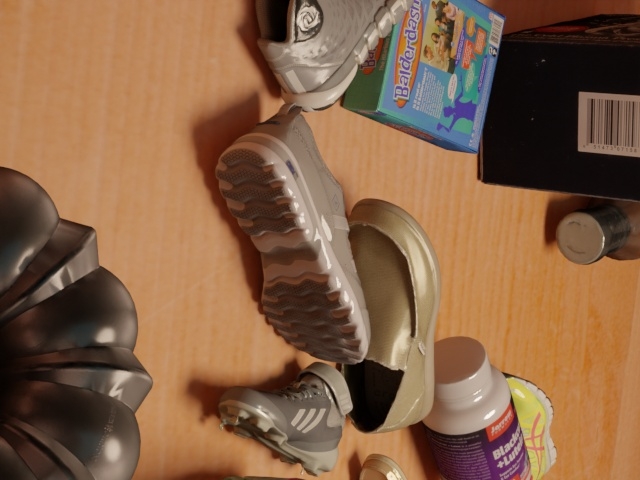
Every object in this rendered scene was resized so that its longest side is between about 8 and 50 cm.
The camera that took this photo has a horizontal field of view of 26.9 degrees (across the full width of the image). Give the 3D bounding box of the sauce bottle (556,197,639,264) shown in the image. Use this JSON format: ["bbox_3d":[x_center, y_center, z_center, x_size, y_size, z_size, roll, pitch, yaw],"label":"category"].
[{"bbox_3d":[0.430,-0.031,1.825,0.344,0.111,0.111,-17,111,-49],"label":"sauce bottle"}]

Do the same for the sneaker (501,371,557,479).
[{"bbox_3d":[0.238,0.246,1.655,0.094,0.081,0.208,-51,135,-30],"label":"sneaker"}]

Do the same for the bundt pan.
[{"bbox_3d":[-0.243,0.084,0.823,0.330,0.124,0.331,15,64,-35],"label":"bundt pan"}]

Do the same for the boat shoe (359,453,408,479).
[{"bbox_3d":[0.065,0.314,1.454,0.059,0.063,0.170,-38,128,-49],"label":"boat shoe"}]

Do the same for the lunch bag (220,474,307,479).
[{"bbox_3d":[-0.043,0.358,1.195,0.107,0.224,0.279,7,93,-28],"label":"lunch bag"}]

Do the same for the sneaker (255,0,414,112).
[{"bbox_3d":[0.014,-0.241,1.243,0.132,0.086,0.229,52,58,-42],"label":"sneaker"}]

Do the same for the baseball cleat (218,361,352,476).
[{"bbox_3d":[-0.032,0.156,1.292,0.206,0.072,0.109,51,55,-57],"label":"baseball cleat"}]

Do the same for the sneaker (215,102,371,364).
[{"bbox_3d":[0.000,0.000,1.262,0.115,0.105,0.281,-55,140,-40],"label":"sneaker"}]

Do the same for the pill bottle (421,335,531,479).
[{"bbox_3d":[0.172,0.206,1.533,0.108,0.108,0.193,-49,133,-35],"label":"pill bottle"}]

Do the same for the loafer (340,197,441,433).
[{"bbox_3d":[0.064,0.088,1.369,0.092,0.102,0.269,-39,128,-49],"label":"loafer"}]

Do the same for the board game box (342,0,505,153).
[{"bbox_3d":[0.114,-0.191,1.415,0.210,0.047,0.160,16,86,-54],"label":"board game box"}]

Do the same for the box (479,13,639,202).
[{"bbox_3d":[0.409,-0.163,1.570,0.312,0.343,0.179,-19,112,-50],"label":"box"}]
